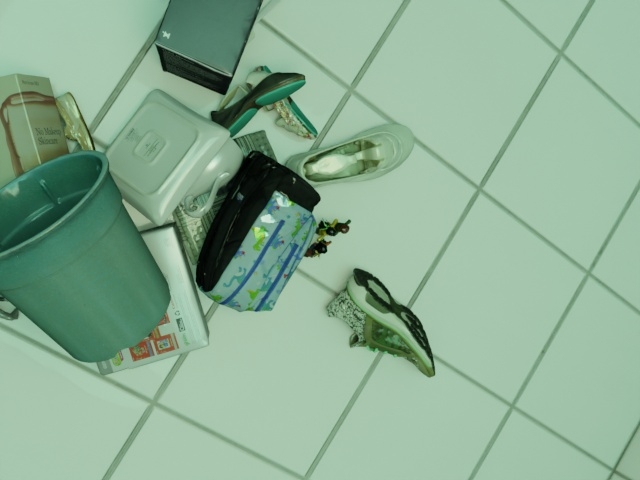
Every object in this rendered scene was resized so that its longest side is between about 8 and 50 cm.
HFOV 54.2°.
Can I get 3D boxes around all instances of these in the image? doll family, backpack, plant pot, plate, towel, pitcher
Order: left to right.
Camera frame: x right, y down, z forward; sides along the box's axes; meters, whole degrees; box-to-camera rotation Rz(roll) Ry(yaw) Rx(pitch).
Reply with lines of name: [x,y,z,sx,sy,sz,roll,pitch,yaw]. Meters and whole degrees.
plant pot: [-0.497,0.049,1.278,0.341,0.341,0.334,-34,127,-12]
plate: [-0.394,-0.213,1.485,0.278,0.045,0.277,33,84,26]
pitcher: [-0.274,-0.156,1.509,0.207,0.177,0.125,-44,144,-11]
towel: [-0.230,-0.093,1.646,0.312,0.056,0.325,-23,100,-17]
backpack: [-0.159,0.000,1.510,0.273,0.290,0.356,42,86,-32]
doll family: [0.000,0.000,1.690,0.076,0.111,0.193,41,83,-17]

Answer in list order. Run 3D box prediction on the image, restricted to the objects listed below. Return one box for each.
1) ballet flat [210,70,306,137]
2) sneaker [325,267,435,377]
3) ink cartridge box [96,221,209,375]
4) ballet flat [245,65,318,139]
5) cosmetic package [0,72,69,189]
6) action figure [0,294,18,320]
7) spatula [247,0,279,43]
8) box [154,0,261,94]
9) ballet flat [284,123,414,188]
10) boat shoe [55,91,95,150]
ballet flat: [-0.169,-0.361,1.559,0.280,0.095,0.096,-30,86,20]
sneaker: [0.172,0.261,1.786,0.182,0.158,0.410,-36,110,21]
ink cartridge box: [-0.447,0.140,1.544,0.271,0.130,0.310,-16,100,-8]
ballet flat: [-0.105,-0.351,1.649,0.077,0.091,0.241,-35,102,20]
cosmetic package: [-0.665,-0.214,1.417,0.129,0.153,0.296,-11,101,7]
action figure: [-0.821,0.052,1.363,0.330,0.178,0.342,3,121,-35]
spatula: [-0.196,-0.622,1.615,0.168,0.019,0.242,45,82,-11]
box: [-0.233,-0.542,1.440,0.178,0.312,0.344,21,92,-12]
ballet flat: [0.099,-0.221,1.691,0.400,0.139,0.139,-18,101,-16]
boat shoe: [-0.592,-0.268,1.502,0.059,0.063,0.170,-23,93,-12]
